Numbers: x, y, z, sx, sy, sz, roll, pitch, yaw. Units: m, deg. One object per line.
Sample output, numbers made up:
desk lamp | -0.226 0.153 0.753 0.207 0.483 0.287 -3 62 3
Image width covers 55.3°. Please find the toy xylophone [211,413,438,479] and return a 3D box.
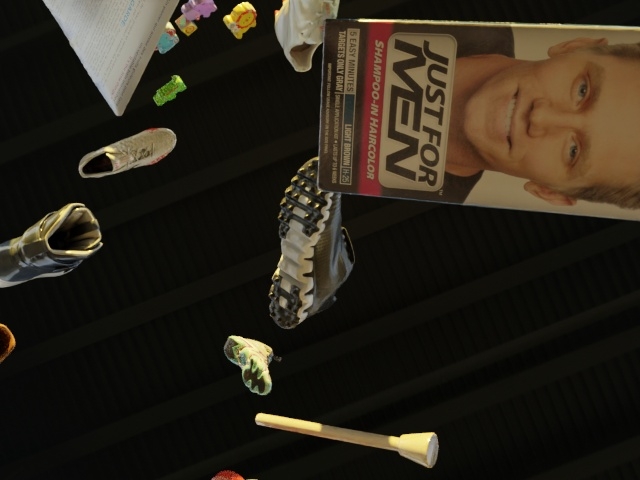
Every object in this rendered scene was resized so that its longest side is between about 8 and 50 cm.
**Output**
toy xylophone | 0.012 0.285 0.553 0.323 0.081 0.236 -7 -81 29

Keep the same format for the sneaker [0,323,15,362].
sneaker | -0.474 0.156 0.684 0.123 0.290 0.105 -20 -81 21

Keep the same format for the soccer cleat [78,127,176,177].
soccer cleat | -0.159 -0.070 0.503 0.083 0.035 0.029 -18 -71 -1

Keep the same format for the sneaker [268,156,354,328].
sneaker | 0.000 0.000 0.797 0.078 0.106 0.234 31 -61 40

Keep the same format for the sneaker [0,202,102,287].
sneaker | -0.385 -0.002 0.947 0.163 0.226 0.086 -24 -82 19

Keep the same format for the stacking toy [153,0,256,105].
stacking toy | -0.230 -0.354 0.997 0.221 0.052 0.167 -38 -106 10

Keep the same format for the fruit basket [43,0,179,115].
fruit basket | -0.187 -0.352 0.598 0.353 0.165 0.327 50 -62 23

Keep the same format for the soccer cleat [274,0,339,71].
soccer cleat | -0.005 -0.249 0.629 0.068 0.196 0.076 -15 -100 -16

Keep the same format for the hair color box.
hair color box | 0.177 -0.126 0.608 0.347 0.105 0.173 6 -72 12

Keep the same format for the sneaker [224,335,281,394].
sneaker | -0.074 0.159 0.789 0.098 0.069 0.038 47 -67 38
